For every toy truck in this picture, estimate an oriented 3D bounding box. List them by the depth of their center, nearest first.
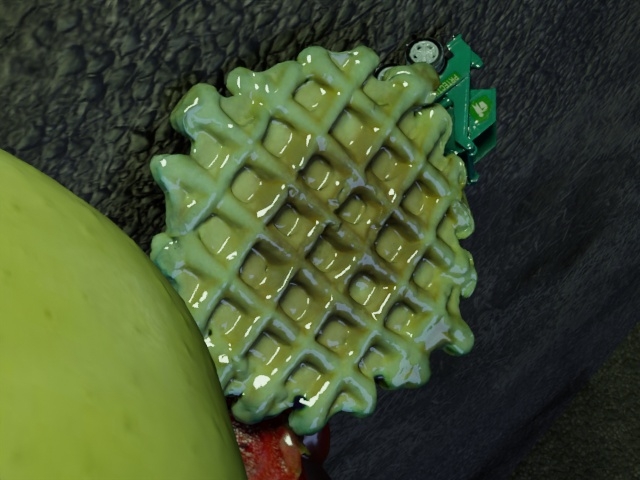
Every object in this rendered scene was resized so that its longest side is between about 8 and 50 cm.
[{"bbox_3d":[0.075,-0.080,1.064,0.216,0.116,0.110,-40,156,-9],"label":"toy truck"}]

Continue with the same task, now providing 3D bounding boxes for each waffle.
[{"bbox_3d":[0.000,0.000,0.940,0.292,0.056,0.309,-14,105,-26],"label":"waffle"}]

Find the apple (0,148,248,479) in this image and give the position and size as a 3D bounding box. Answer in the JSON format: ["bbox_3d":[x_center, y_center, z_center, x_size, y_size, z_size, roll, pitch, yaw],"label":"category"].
[{"bbox_3d":[-0.264,0.139,0.516,0.474,0.473,0.473,-35,154,-20],"label":"apple"}]

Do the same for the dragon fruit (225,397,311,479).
[{"bbox_3d":[-0.165,0.221,0.986,0.302,0.295,0.296,-26,170,37],"label":"dragon fruit"}]

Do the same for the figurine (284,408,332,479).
[{"bbox_3d":[-0.066,0.343,1.394,0.261,0.269,0.211,-30,159,-8],"label":"figurine"}]
